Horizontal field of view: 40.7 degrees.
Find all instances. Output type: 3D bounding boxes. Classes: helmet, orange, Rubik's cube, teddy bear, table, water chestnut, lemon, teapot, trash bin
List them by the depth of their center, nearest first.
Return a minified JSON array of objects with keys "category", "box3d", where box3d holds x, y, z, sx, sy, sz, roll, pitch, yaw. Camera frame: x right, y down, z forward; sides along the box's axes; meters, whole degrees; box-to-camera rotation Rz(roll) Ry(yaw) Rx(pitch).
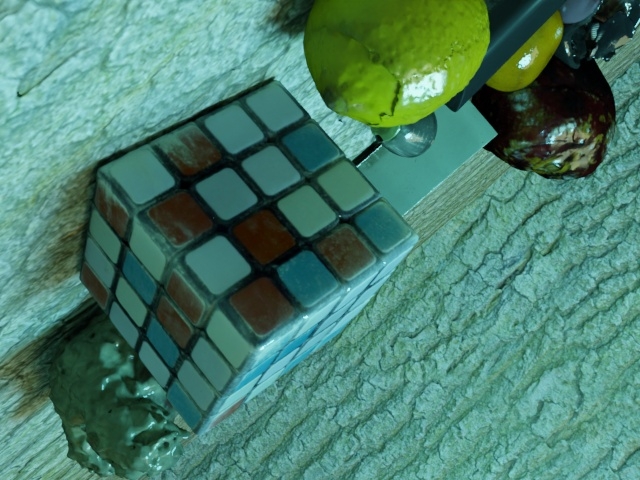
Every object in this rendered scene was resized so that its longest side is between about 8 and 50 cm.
[{"category":"lemon","box3d":[0.078,-0.206,0.874,0.193,0.181,0.180,-17,166,-4]},{"category":"Rubik's cube","box3d":[-0.093,0.020,0.982,0.256,0.253,0.259,-33,168,-34]},{"category":"trash bin","box3d":[0.229,-0.302,1.145,0.225,0.115,0.165,-41,169,-3]},{"category":"teddy bear","box3d":[-0.221,0.167,1.265,0.367,0.224,0.357,-36,-178,-29]},{"category":"orange","box3d":[0.295,-0.306,1.313,0.156,0.124,0.156,-53,166,-20]},{"category":"teapot","box3d":[0.123,-0.194,1.340,0.092,0.124,0.091,3,-179,40]},{"category":"helmet","box3d":[0.438,-0.397,1.365,0.198,0.154,0.253,-28,148,-18]},{"category":"table","box3d":[0.175,-0.155,1.531,0.240,0.121,0.111,-40,-174,3]},{"category":"water chestnut","box3d":[0.412,-0.246,1.579,0.289,0.289,0.244,-20,134,-60]}]
